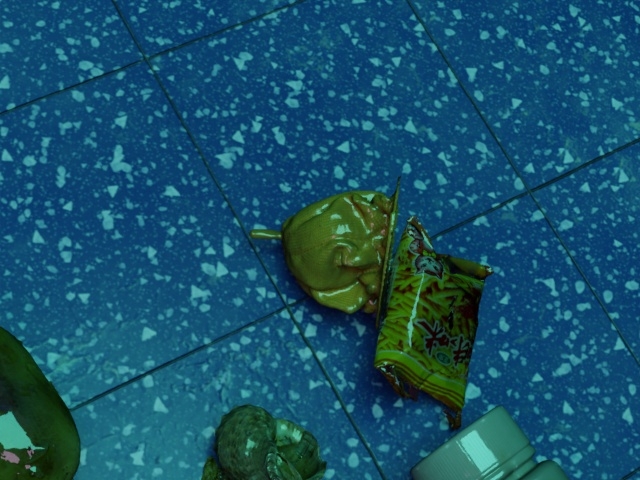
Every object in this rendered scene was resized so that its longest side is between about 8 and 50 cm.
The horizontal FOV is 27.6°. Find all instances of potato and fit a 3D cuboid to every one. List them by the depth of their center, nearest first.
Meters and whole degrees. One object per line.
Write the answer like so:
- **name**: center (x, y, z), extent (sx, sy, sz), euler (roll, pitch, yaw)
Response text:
- **potato**: center (-0.471, 0.252, 1.859), extent (0.307, 0.173, 0.210), euler (45, 63, 11)

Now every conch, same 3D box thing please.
- **conch**: center (-0.068, 0.316, 1.944), extent (0.155, 0.207, 0.130), euler (-24, 119, -27)

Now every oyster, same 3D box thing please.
- **oyster**: center (-0.156, 0.371, 1.962), extent (0.051, 0.034, 0.093), euler (-31, 73, -31)

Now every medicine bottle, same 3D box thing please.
- **medicine bottle**: center (0.300, 0.433, 1.946), extent (0.208, 0.208, 0.340), euler (-31, 77, -23)

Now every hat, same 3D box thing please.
- **hat**: center (0.000, 0.000, 2.076), extent (0.233, 0.244, 0.233), euler (8, 57, 5)

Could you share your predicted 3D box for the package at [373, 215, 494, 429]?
- **package**: center (0.176, 0.133, 2.080), extent (0.223, 0.108, 0.288), euler (33, 64, -37)
